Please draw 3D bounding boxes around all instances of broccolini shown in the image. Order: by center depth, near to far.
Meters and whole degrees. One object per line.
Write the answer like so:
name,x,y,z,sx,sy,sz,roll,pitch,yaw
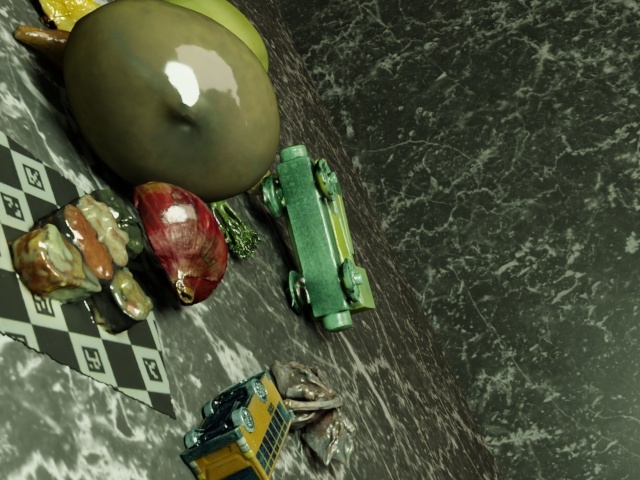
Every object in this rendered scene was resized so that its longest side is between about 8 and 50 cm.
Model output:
broccolini,-0.185,-0.047,1.600,0.201,0.058,0.074,47,-4,11

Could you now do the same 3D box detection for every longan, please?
longan,-0.212,-0.197,1.259,0.350,0.288,0.288,37,26,-44

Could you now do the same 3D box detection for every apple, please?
apple,-0.231,-0.336,1.626,0.279,0.279,0.279,55,14,-20

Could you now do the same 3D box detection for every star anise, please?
star anise,-0.006,0.279,1.431,0.209,0.089,0.231,52,2,-3

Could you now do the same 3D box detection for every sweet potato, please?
sweet potato,-0.348,-0.258,1.357,0.314,0.066,0.072,40,43,-61

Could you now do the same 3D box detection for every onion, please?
onion,-0.181,0.008,1.201,0.151,0.098,0.206,57,-13,38

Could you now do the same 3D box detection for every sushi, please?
sushi,-0.271,0.013,1.040,0.339,0.068,0.320,44,20,-50

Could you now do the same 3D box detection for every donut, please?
donut,-0.412,-0.400,1.399,0.181,0.078,0.146,63,10,20

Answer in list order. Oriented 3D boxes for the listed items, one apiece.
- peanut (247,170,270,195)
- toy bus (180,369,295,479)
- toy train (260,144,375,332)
peanut,-0.164,-0.168,1.828,0.174,0.080,0.080,52,15,-35
toy bus,-0.100,0.251,1.126,0.103,0.091,0.182,60,14,-9
toy train,0.000,0.000,1.829,0.253,0.160,0.397,22,53,-75
